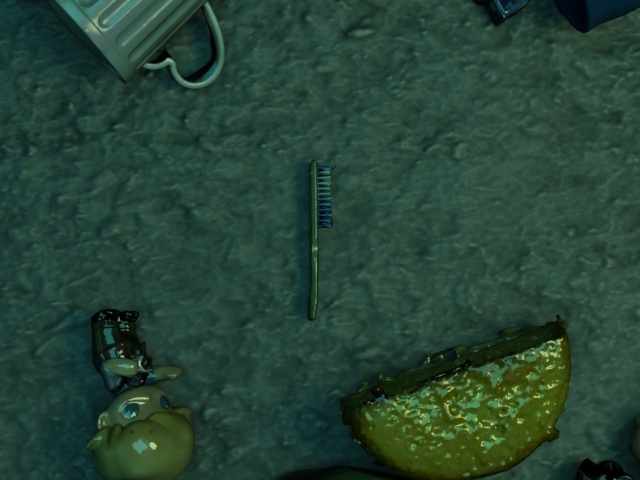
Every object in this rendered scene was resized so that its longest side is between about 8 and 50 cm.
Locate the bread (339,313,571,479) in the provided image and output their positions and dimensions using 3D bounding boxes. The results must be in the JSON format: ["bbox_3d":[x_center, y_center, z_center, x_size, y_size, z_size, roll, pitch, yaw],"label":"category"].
[{"bbox_3d":[0.159,0.186,1.645,0.261,0.160,0.147,-19,93,-2],"label":"bread"}]

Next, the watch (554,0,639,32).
[{"bbox_3d":[0.278,-0.331,1.654,0.171,0.196,0.200,-21,121,8],"label":"watch"}]

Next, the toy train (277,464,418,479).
[{"bbox_3d":[0.067,0.330,1.651,0.326,0.129,0.159,8,90,-1],"label":"toy train"}]

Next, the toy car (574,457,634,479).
[{"bbox_3d":[0.350,0.328,1.674,0.210,0.089,0.108,37,94,-2],"label":"toy car"}]

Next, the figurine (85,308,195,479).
[{"bbox_3d":[-0.199,0.171,1.678,0.108,0.114,0.196,-14,77,23],"label":"figurine"}]

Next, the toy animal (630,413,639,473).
[{"bbox_3d":[0.395,0.240,1.678,0.150,0.083,0.089,43,49,-16],"label":"toy animal"}]

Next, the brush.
[{"bbox_3d":[-0.001,0.000,1.712,0.030,0.033,0.178,1,88,-14],"label":"brush"}]

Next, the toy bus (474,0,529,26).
[{"bbox_3d":[0.180,-0.316,1.712,0.061,0.051,0.153,-30,88,-7],"label":"toy bus"}]

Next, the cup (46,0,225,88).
[{"bbox_3d":[-0.186,-0.283,1.679,0.202,0.221,0.167,-43,55,-4],"label":"cup"}]
